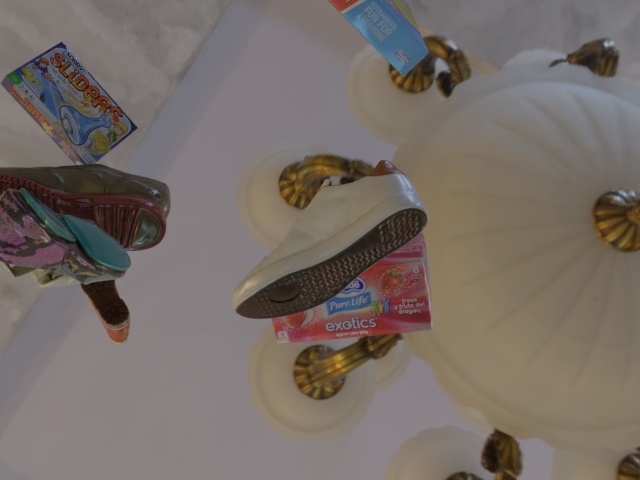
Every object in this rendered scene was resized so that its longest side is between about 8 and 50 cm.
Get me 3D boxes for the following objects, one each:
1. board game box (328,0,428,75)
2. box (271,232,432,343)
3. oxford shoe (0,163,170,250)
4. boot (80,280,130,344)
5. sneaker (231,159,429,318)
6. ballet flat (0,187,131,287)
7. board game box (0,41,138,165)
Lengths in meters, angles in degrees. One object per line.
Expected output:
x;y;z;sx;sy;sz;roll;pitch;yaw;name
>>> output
0.087;-0.470;1.307;0.242;0.316;0.064;39;-65;-24;board game box
0.058;0.089;1.304;0.300;0.154;0.142;-7;-69;12;box
-0.417;-0.067;1.107;0.348;0.123;0.130;11;-144;-7;oxford shoe
-0.381;0.113;1.208;0.059;0.085;0.158;-21;-125;-21;boot
0.000;0.000;0.908;0.290;0.106;0.123;-31;-128;14;sneaker
-0.264;0.010;0.669;0.079;0.221;0.077;-38;-103;-3;ballet flat
-0.443;-0.239;1.217;0.201;0.035;0.136;50;-132;-16;board game box
